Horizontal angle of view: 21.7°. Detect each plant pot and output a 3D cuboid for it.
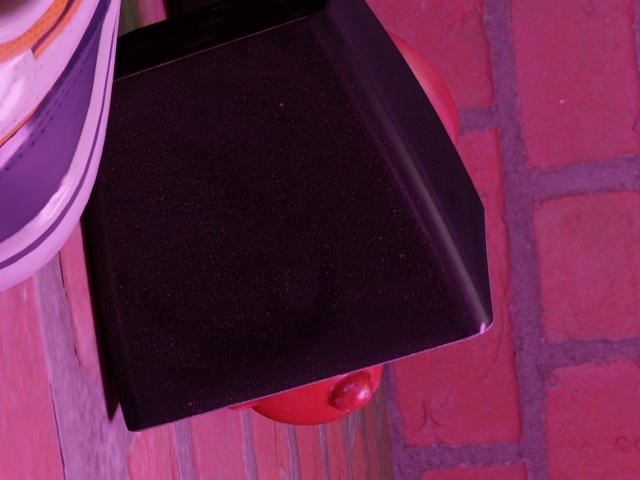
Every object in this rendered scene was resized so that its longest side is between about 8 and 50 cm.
[{"bbox_3d":[-0.028,-0.035,0.858,0.187,0.188,0.167,-78,149,-70],"label":"plant pot"}]

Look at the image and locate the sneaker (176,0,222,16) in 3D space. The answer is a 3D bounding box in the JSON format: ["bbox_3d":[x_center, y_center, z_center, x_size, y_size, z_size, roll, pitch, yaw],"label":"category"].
[{"bbox_3d":[-0.071,-0.206,1.109,0.222,0.083,0.118,-99,-162,-52],"label":"sneaker"}]

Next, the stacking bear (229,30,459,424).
[{"bbox_3d":[0.000,0.000,1.192,0.164,0.175,0.289,80,14,-53],"label":"stacking bear"}]

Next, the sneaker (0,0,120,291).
[{"bbox_3d":[-0.098,-0.153,0.457,0.127,0.126,0.321,86,3,-70],"label":"sneaker"}]
